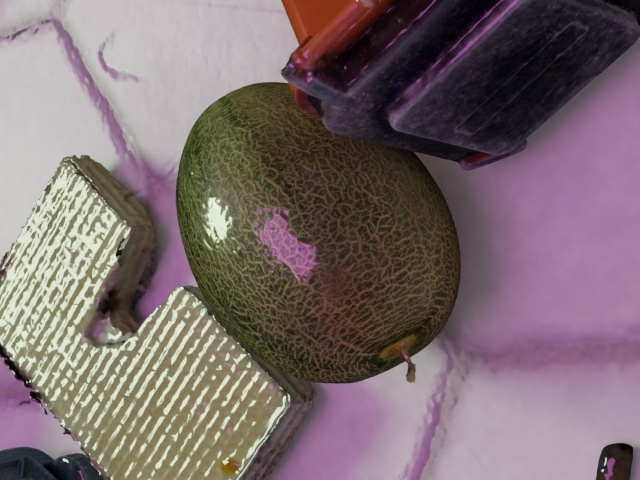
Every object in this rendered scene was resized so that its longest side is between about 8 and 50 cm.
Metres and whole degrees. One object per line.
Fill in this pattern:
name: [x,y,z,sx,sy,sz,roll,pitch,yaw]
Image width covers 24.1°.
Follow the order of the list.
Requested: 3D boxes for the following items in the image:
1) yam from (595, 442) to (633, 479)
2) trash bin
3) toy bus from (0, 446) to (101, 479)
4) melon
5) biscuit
yam: [0.131,0.217,0.769,0.027,0.029,0.234,-155,73,-64]
trash bin: [0.038,-0.172,0.750,0.161,0.184,0.239,-43,61,29]
toy bus: [-0.157,0.241,0.937,0.246,0.113,0.134,34,116,30]
melon: [0.000,0.000,0.799,0.139,0.139,0.192,-50,62,26]
biscuit: [-0.116,0.069,0.945,0.250,0.046,0.147,43,114,29]
